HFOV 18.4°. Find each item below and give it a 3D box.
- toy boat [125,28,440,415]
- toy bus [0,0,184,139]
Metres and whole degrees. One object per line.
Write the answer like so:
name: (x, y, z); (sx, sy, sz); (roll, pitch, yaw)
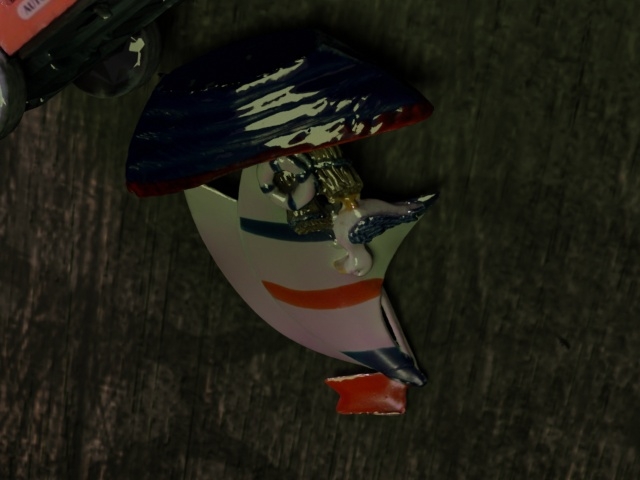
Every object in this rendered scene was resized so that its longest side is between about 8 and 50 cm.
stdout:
toy boat: (-0.027, -0.011, 1.372); (0.219, 0.072, 0.318); (7, 130, 8)
toy bus: (-0.127, -0.237, 1.171); (0.427, 0.203, 0.233); (-33, 89, 29)
